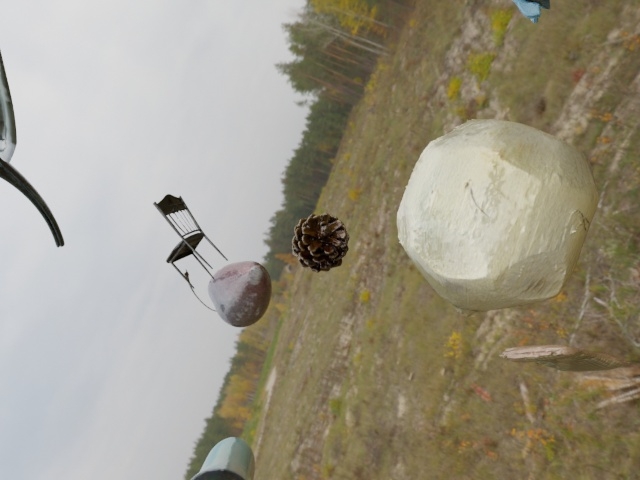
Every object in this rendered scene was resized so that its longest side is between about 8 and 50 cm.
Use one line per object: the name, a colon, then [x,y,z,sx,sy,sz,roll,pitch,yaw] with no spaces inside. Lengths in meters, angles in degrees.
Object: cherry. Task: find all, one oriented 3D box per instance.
cherry: [-0.175,0.079,0.974,0.115,0.188,0.148,-24,-24,-32]

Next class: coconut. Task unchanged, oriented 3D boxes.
coconut: [0.320,-0.031,0.939,0.346,0.347,0.359,-94,26,-82]

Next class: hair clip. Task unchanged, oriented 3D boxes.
hair clip: [-0.636,-0.093,1.059,0.083,0.275,0.048,-37,35,-13]

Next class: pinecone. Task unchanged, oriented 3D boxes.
pinecone: [-0.001,-0.002,1.548,0.212,0.186,0.168,85,165,-56]

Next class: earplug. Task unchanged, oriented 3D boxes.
earplug: [-0.263,0.648,1.365,0.324,0.185,0.184,-140,71,-86]

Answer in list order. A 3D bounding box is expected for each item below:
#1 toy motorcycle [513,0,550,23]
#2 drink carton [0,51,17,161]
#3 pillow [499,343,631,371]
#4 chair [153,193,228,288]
toy motorcycle: [0.309,-0.339,0.538,0.182,0.273,0.123,2,-100,-69]
drink carton: [-0.541,-0.211,0.671,0.191,0.190,0.185,-6,92,53]
pillow: [0.422,0.206,0.853,0.135,0.211,0.034,-23,58,55]
chair: [-0.129,0.001,0.465,0.042,0.086,0.037,-41,-7,32]
